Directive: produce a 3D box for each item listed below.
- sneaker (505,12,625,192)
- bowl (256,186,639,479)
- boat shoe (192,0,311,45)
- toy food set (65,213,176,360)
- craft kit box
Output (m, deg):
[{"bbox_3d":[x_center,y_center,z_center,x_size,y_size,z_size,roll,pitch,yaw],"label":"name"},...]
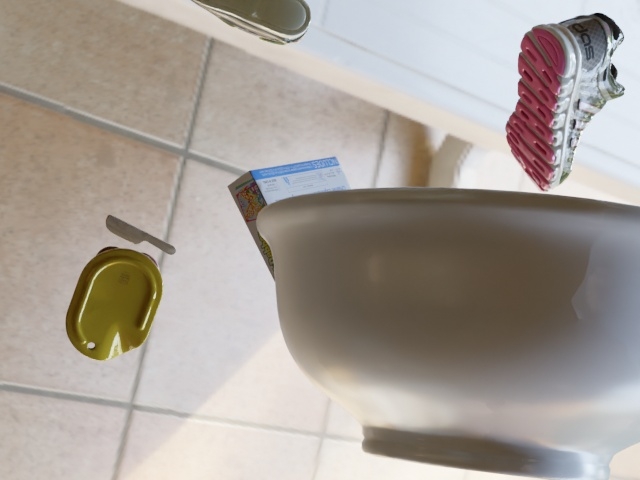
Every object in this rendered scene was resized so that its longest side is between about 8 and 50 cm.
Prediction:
[{"bbox_3d":[0.185,-0.101,0.744,0.075,0.063,0.170,-26,146,-13],"label":"sneaker"},{"bbox_3d":[0.102,0.066,0.592,0.298,0.298,0.134,14,77,-39],"label":"bowl"},{"bbox_3d":[-0.161,-0.448,1.843,0.305,0.091,0.109,27,80,-2],"label":"boat shoe"},{"bbox_3d":[-0.307,0.072,1.528,0.128,0.071,0.218,20,98,-20],"label":"toy food set"},{"bbox_3d":[0.000,0.000,1.524,0.250,0.061,0.246,-15,74,-57],"label":"craft kit box"}]
